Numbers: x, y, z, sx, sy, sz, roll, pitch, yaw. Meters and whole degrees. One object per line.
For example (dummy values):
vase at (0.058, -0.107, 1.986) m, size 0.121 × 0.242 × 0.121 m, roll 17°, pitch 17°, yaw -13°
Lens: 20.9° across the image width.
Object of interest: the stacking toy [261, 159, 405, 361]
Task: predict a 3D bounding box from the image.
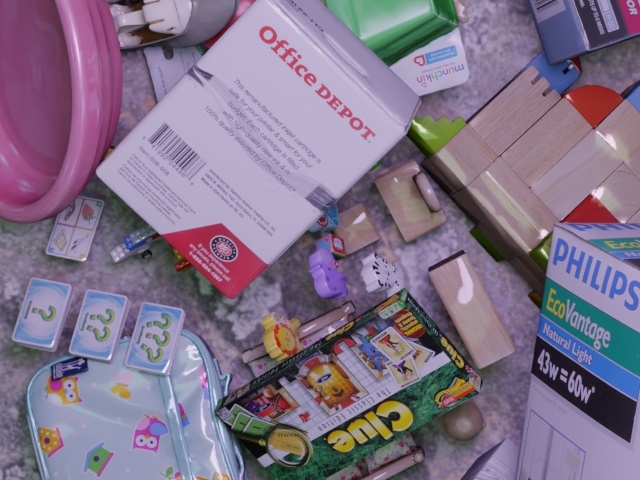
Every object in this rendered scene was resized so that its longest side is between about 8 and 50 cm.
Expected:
stacking toy at (0.000, 0.000, 1.856) m, size 0.167 × 0.052 × 0.221 m, roll -31°, pitch 53°, yaw 33°

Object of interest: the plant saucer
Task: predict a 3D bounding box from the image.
plant saucer at (-0.310, -0.186, 1.848) m, size 0.084 × 0.332 × 0.332 m, roll -12°, pitch 93°, yaw -37°

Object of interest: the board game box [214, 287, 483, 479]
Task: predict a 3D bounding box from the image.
board game box at (0.027, 0.164, 1.822) m, size 0.259 × 0.030 × 0.136 m, roll -33°, pitch 110°, yaw 27°

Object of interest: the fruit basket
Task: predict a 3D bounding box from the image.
fruit basket at (-0.038, -0.275, 1.896) m, size 0.353 × 0.165 × 0.327 m, roll -18°, pitch 84°, yaw 24°

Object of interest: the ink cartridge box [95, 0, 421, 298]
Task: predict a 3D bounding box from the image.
ink cartridge box at (-0.061, -0.107, 1.771) m, size 0.197 × 0.114 × 0.273 m, roll 44°, pitch 115°, yaw -8°

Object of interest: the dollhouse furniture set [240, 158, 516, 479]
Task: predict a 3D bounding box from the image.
dollhouse furniture set at (0.016, 0.125, 1.883) m, size 0.355 × 0.174 × 0.303 m, roll -27°, pitch 91°, yaw 3°

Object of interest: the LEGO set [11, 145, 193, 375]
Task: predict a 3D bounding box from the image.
LEGO set at (-0.221, 0.011, 1.901) m, size 0.182 × 0.060 × 0.244 m, roll 11°, pitch 70°, yaw 12°

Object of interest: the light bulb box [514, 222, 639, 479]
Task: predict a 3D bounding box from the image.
light bulb box at (0.409, 0.180, 1.750) m, size 0.358 × 0.225 × 0.361 m, roll -1°, pitch 107°, yaw -25°

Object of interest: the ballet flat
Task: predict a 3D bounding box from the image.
ballet flat at (-0.175, -0.237, 1.856) m, size 0.068 × 0.213 × 0.072 m, roll -10°, pitch 92°, yaw -42°

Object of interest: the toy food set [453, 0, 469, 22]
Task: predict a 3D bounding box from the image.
toy food set at (0.100, -0.251, 1.939) m, size 0.122 × 0.019 × 0.078 m, roll -19°, pitch 92°, yaw 3°

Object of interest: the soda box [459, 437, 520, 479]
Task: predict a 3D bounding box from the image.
soda box at (0.137, 0.350, 1.865) m, size 0.091 × 0.098 × 0.286 m, roll 42°, pitch 65°, yaw 2°

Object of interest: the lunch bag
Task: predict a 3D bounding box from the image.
lunch bag at (-0.192, 0.234, 1.911) m, size 0.224 × 0.108 × 0.279 m, roll -16°, pitch 82°, yaw 6°

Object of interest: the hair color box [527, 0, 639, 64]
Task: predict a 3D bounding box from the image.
hair color box at (0.392, -0.332, 1.826) m, size 0.374 × 0.113 × 0.185 m, roll -20°, pitch 92°, yaw -15°

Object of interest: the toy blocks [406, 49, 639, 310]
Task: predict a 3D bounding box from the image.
toy blocks at (0.304, -0.069, 1.879) m, size 0.261 × 0.191 × 0.381 m, roll -43°, pitch 91°, yaw -8°
